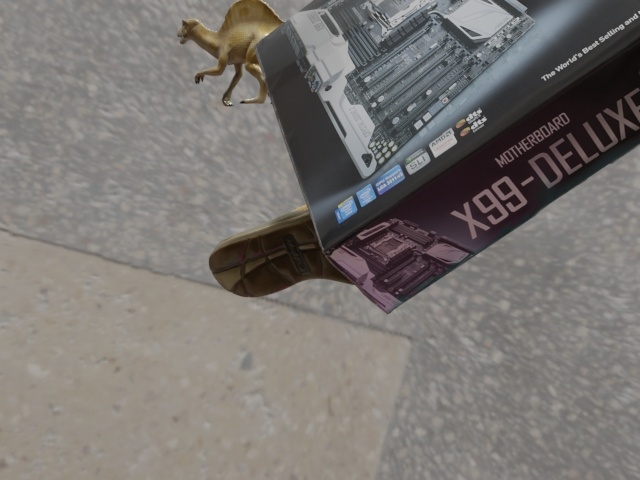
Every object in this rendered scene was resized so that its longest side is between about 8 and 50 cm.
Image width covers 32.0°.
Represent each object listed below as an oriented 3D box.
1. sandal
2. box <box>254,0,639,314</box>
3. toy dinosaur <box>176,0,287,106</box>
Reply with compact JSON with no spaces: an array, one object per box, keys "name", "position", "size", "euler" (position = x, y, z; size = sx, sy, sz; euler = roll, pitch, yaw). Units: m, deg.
[{"name":"sandal","position":[0.000,0.000,0.862],"size":[0.180,0.049,0.072],"euler":[-11,118,20]},{"name":"box","position":[0.117,-0.131,0.705],"size":[0.307,0.242,0.076],"euler":[-34,130,14]},{"name":"toy dinosaur","position":[-0.049,-0.164,0.961],"size":[0.183,0.053,0.092],"euler":[-1,96,19]}]
